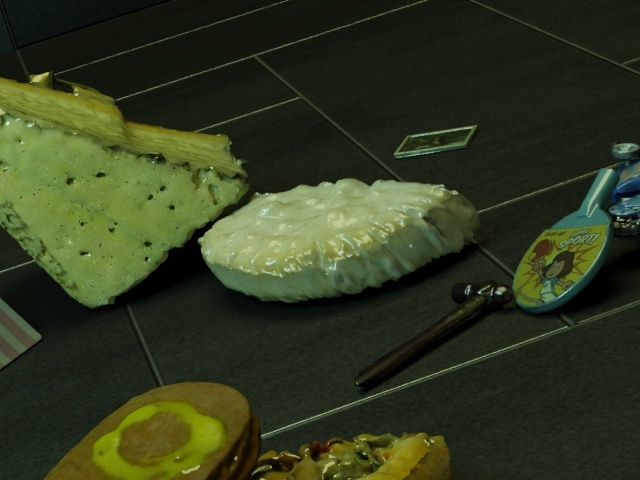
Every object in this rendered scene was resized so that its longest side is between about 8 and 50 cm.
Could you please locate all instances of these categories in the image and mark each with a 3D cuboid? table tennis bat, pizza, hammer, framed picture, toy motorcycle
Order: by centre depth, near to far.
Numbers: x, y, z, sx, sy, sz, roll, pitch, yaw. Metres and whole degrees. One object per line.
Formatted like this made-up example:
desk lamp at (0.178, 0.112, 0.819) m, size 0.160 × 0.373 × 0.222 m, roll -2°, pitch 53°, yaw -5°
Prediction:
pizza at (-0.034, 0.184, 1.217) m, size 0.251 × 0.074 × 0.287 m, roll -18°, pitch 21°, yaw -13°
hammer at (0.089, 0.082, 1.477) m, size 0.178 × 0.021 × 0.065 m, roll -33°, pitch 21°, yaw -32°
table tennis bat at (0.221, 0.000, 1.505) m, size 0.100 × 0.019 × 0.155 m, roll -5°, pitch 47°, yaw 56°
toy motorcycle at (0.321, -0.048, 1.580) m, size 0.114 × 0.076 × 0.205 m, roll 0°, pitch 23°, yaw 21°
framed picture at (0.135, -0.115, 2.005) m, size 0.089 × 0.007 × 0.066 m, roll -8°, pitch 20°, yaw 22°

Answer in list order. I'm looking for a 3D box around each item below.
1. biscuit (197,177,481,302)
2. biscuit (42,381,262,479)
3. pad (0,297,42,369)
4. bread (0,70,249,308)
biscuit at (0.000, 0.000, 1.675) m, size 0.281 × 0.084 × 0.179 m, roll -4°, pitch 22°, yaw 30°
biscuit at (-0.074, 0.189, 1.076) m, size 0.277 × 0.052 × 0.262 m, roll 11°, pitch 43°, yaw 33°
pad at (-0.425, 0.095, 1.643) m, size 0.300 × 0.202 × 0.005 m, roll -40°, pitch -11°, yaw -50°
bread at (-0.256, -0.119, 1.822) m, size 0.279 × 0.315 × 0.248 m, roll -30°, pitch 22°, yaw 1°
